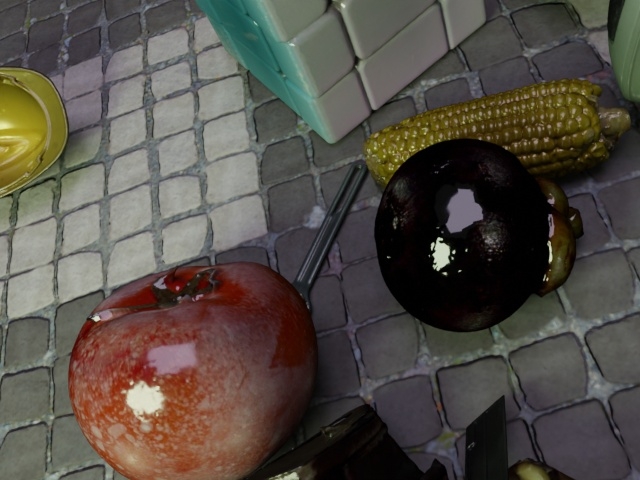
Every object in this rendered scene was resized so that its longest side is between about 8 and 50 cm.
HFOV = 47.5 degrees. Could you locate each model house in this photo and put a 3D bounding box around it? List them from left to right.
[{"bbox_3d":[0.033,0.263,0.706,0.203,0.141,0.164,-23,80,-36],"label":"model house"}]

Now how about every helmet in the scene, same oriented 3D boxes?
[{"bbox_3d":[-0.514,-0.162,1.169,0.257,0.140,0.205,-18,88,-3],"label":"helmet"}]

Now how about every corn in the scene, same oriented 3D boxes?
[{"bbox_3d":[0.212,-0.123,0.906,0.321,0.119,0.119,-11,57,19],"label":"corn"}]

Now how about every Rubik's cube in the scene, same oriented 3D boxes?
[{"bbox_3d":[0.003,-0.395,1.020,0.318,0.316,0.322,-39,57,-6],"label":"Rubik's cube"}]

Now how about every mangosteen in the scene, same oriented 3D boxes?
[{"bbox_3d":[0.186,-0.005,0.807,0.249,0.211,0.211,0,55,-17],"label":"mangosteen"}]

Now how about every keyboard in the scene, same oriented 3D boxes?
[{"bbox_3d":[0.157,0.225,0.690,0.064,0.010,0.198,-52,6,27],"label":"keyboard"}]

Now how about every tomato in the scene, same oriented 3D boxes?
[{"bbox_3d":[-0.134,0.147,0.792,0.270,0.227,0.270,-11,20,4],"label":"tomato"}]

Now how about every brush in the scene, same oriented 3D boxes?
[{"bbox_3d":[0.000,0.000,0.956,0.062,0.027,0.266,15,66,26],"label":"brush"}]

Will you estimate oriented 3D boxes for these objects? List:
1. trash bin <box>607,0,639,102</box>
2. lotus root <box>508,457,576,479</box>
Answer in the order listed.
[{"bbox_3d":[0.529,-0.232,0.764,0.432,0.280,0.280,28,73,27],"label":"trash bin"},{"bbox_3d":[0.213,0.318,0.626,0.180,0.199,0.188,31,107,-7],"label":"lotus root"}]
